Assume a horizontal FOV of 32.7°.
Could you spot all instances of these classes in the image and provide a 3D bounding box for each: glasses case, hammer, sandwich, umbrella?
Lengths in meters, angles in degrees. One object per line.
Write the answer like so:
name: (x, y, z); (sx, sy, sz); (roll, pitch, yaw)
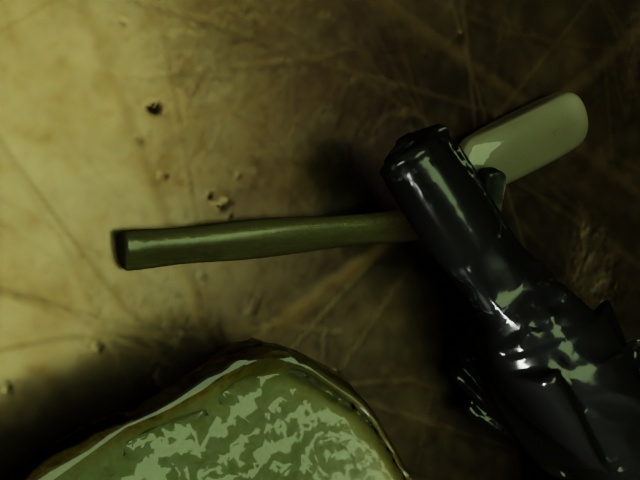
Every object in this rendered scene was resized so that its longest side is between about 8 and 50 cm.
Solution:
glasses case: (0.108, -0.053, 0.583); (0.083, 0.021, 0.032); (-27, 109, -20)
hammer: (0.000, 0.000, 0.534); (0.199, 0.013, 0.062); (-5, 117, -22)
sandwich: (-0.039, 0.184, 0.457); (0.226, 0.087, 0.251); (-31, 88, -19)
umbrella: (0.132, 0.088, 0.555); (0.118, 0.118, 0.340); (-41, 110, -18)
